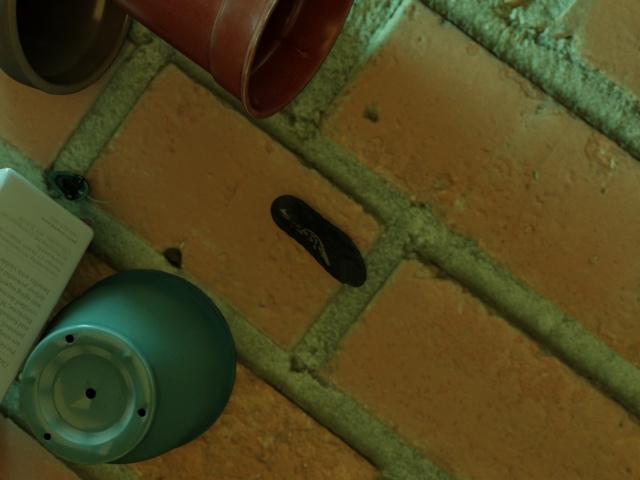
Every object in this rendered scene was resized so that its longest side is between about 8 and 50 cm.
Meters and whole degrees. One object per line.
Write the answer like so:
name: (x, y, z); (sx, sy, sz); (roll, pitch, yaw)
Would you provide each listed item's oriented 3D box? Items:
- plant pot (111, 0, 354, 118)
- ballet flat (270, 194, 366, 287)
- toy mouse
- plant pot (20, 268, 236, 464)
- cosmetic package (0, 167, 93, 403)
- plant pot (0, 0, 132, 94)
plant pot: (-0.126, -0.343, 1.580); (0.265, 0.272, 0.272); (32, 98, 14)
ballet flat: (0.000, 0.000, 1.688); (0.173, 0.049, 0.057); (45, 72, -1)
toy mouse: (-0.365, -0.045, 1.742); (0.143, 0.031, 0.161); (-13, 92, 10)
plant pot: (-0.277, 0.185, 1.632); (0.272, 0.255, 0.271); (1, 94, 10)
cosmetic package: (-0.510, 0.138, 1.566); (0.161, 0.230, 0.453); (41, 63, -33)
plant pot: (-0.419, -0.349, 1.643); (0.229, 0.263, 0.263); (16, 97, 27)
